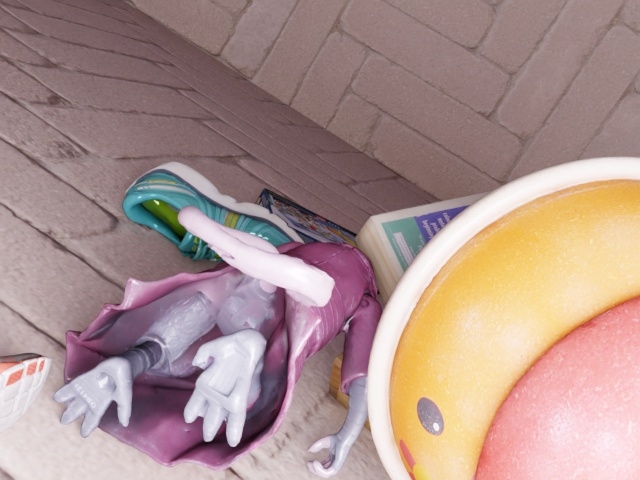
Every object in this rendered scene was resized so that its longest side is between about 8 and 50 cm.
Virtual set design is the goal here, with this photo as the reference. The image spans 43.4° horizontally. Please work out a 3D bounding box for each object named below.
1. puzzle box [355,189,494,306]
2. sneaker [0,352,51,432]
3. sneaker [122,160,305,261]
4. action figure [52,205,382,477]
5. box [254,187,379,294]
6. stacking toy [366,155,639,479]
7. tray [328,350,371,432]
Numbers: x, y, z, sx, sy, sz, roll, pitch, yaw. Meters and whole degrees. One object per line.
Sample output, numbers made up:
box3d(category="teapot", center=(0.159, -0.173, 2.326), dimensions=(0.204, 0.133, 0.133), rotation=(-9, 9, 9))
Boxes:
box3d(category="puzzle box", center=(0.235, 0.131, 0.837), dimensions=(0.272, 0.052, 0.408), rotation=(-12, 66, -27))
box3d(category="sneaker", center=(-0.244, 0.096, 0.532), dimensions=(0.065, 0.061, 0.158), rotation=(29, 12, 14))
box3d(category="sneaker", center=(-0.138, 0.000, 1.069), dimensions=(0.275, 0.107, 0.110), rotation=(28, 33, 6))
box3d(category="action figure", center=(-0.047, 0.051, 0.712), dimensions=(0.248, 0.275, 0.370), rotation=(30, 26, 22))
box3d(category="box", center=(0.000, 0.000, 1.410), dimensions=(0.233, 0.044, 0.159), rotation=(26, 15, -19))
box3d(category="stacking toy", center=(0.236, 0.170, 0.455), dimensions=(0.351, 0.350, 0.480), rotation=(27, 14, -17))
box3d(category="tray", center=(0.230, 0.117, 0.953), dimensions=(0.411, 0.076, 0.203), rotation=(-31, 55, -32))
